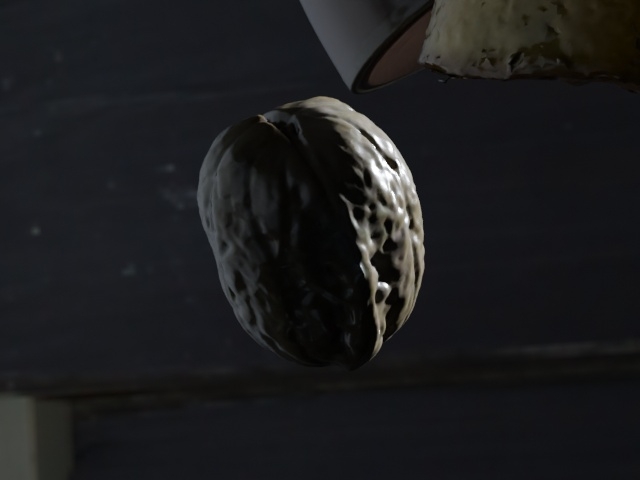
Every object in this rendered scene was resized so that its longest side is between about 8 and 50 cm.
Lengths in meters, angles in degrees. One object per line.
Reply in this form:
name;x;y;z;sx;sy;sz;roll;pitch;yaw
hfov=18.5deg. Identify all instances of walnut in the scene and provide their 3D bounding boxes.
walnut;-0.001;0.000;1.558;0.178;0.178;0.230;-55;133;-62

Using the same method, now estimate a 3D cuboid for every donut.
donut;0.208;-0.150;1.368;0.277;0.278;0.108;-19;118;-70

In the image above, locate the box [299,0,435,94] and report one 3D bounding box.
box;0.105;-0.329;2.141;0.216;0.301;0.301;59;17;10
